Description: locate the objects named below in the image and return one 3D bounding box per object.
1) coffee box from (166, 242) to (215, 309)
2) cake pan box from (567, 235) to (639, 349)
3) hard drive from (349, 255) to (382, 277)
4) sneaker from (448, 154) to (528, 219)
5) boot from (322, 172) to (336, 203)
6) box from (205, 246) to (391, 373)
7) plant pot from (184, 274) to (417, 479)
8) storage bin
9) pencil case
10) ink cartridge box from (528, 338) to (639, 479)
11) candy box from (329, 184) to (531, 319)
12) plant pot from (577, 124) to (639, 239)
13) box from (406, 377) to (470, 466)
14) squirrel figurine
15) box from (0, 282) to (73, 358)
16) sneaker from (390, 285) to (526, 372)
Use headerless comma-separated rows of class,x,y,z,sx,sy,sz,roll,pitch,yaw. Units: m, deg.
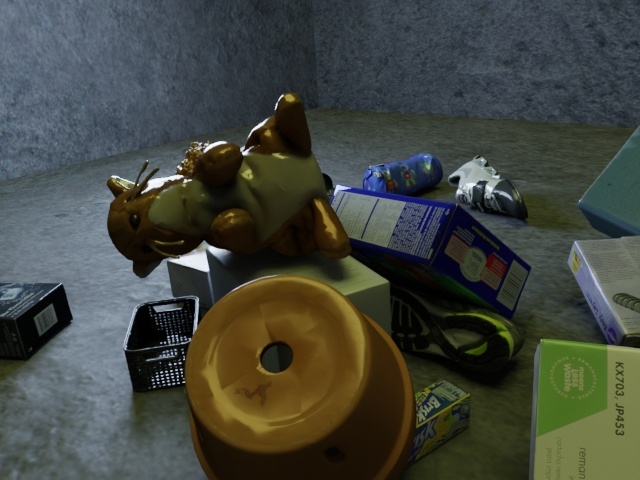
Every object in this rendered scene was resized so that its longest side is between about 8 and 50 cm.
coffee box,-0.212,0.057,1.306,0.141,0.098,0.246,12,27,35
cake pan box,0.626,0.090,1.016,0.267,0.070,0.246,-5,42,1
hard drive,0.000,0.000,1.339,0.210,0.040,0.318,29,1,-34
sneaker,0.489,-0.132,1.663,0.146,0.122,0.330,-28,30,1
boot,0.067,-0.113,1.644,0.260,0.131,0.348,-3,27,12
box,-0.052,0.114,1.039,0.215,0.168,0.345,-15,24,-23
plant pot,-0.031,0.173,0.664,0.291,0.203,0.291,-4,56,6
storage bin,-0.280,0.183,1.022,0.122,0.084,0.180,-7,21,-8
pencil case,0.270,-0.210,1.857,0.306,0.133,0.119,-20,-3,-36
ink cartridge box,0.411,0.231,0.586,0.353,0.207,0.119,3,-20,19
candy box,0.190,0.018,1.076,0.268,0.122,0.317,32,-9,-36
plant pot,0.768,-0.082,1.223,0.252,0.248,0.247,43,13,33
box,0.134,0.260,0.782,0.169,0.059,0.054,-18,24,-31
squirrel figurine,-0.186,-0.064,1.026,0.370,0.281,0.397,-20,10,-6
box,-0.626,0.159,1.136,0.158,0.093,0.156,-1,22,11
sneaker,0.226,0.155,1.007,0.121,0.111,0.300,2,12,-43
